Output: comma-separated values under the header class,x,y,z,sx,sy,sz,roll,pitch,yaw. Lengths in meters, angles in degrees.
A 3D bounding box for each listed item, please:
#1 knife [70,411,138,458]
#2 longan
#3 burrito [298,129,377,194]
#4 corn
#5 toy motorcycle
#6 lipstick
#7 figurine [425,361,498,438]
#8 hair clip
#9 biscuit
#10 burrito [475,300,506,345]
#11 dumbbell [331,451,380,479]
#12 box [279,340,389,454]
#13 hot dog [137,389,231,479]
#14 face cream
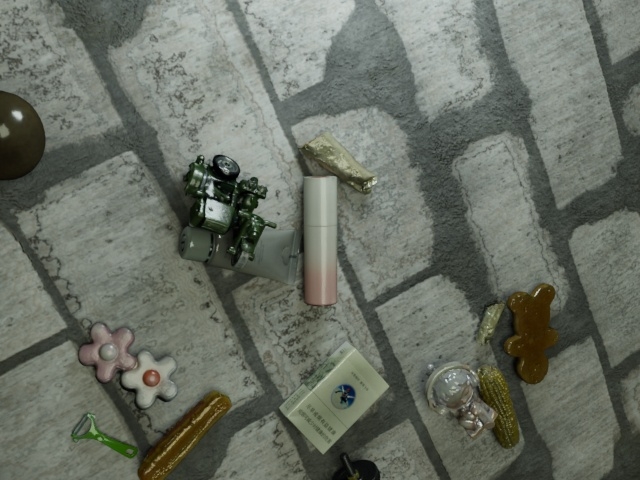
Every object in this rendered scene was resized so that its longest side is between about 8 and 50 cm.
class,x,y,z,sx,sy,sz,roll,pitch,yaw
knife,-0.516,0.486,1.673,0.166,0.022,0.078,38,88,-21
longan,-0.660,-0.219,1.440,0.189,0.189,0.189,-3,99,-21
burrito,0.053,-0.202,1.778,0.226,0.060,0.087,37,84,-21
corn,0.530,0.492,2.054,0.086,0.086,0.288,-26,109,-16
toy motorcycle,-0.221,-0.077,1.612,0.205,0.275,0.127,20,133,-24
lipstick,0.000,0.000,1.772,0.087,0.087,0.326,-3,99,-21
figurine,0.387,0.439,1.956,0.162,0.141,0.236,-39,109,-1
hair clip,-0.452,0.298,1.650,0.257,0.075,0.146,38,88,-17
biscuit,0.629,0.285,2.080,0.197,0.049,0.301,-10,101,-20
burrito,0.497,0.238,2.026,0.055,0.041,0.149,28,83,-36
dumbbell,0.122,0.713,1.889,0.143,0.143,0.325,-29,107,-15
box,0.038,0.420,1.856,0.256,0.069,0.164,-43,110,-10
hot dog,-0.337,0.488,1.722,0.286,0.061,0.088,-41,113,-13
face cream,-0.189,0.025,1.707,0.314,0.089,0.143,9,88,-28
